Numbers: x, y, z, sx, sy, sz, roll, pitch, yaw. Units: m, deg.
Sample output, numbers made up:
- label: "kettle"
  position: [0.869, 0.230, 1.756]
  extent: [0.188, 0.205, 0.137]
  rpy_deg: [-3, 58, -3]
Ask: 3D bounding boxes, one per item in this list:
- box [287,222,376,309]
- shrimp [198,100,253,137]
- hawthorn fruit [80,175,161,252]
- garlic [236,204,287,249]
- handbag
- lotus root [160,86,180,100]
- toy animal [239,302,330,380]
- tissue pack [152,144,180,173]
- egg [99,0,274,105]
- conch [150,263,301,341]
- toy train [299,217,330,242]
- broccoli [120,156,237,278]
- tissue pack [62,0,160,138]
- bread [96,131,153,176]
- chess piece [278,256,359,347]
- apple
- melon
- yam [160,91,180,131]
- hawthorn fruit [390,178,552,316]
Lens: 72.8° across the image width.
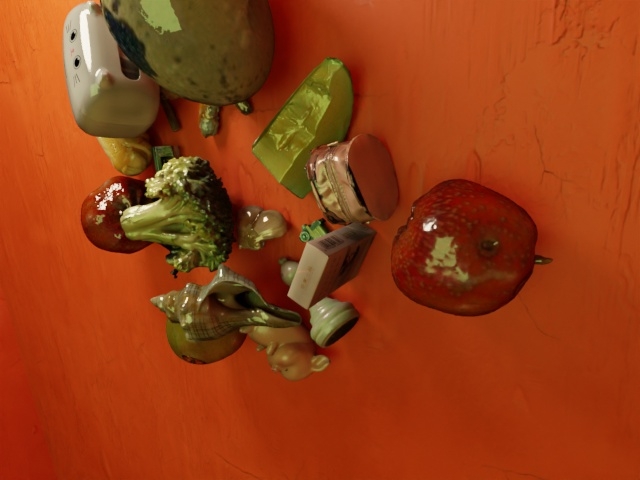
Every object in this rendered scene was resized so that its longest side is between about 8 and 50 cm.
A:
- label: "box"
  position: [0.033, 0.050, 1.019]
  extent: [0.067, 0.233, 0.150]
  rpy_deg: [36, 120, 20]
- label: "shrimp"
  position: [-0.261, -0.345, 1.194]
  extent: [0.166, 0.049, 0.161]
  rpy_deg: [22, 115, 16]
- label: "hawthorn fruit"
  position: [-0.653, -0.082, 1.417]
  extent: [0.300, 0.254, 0.254]
  rpy_deg: [4, 109, 44]
- label: "garlic"
  position: [-0.166, -0.036, 1.212]
  extent: [0.174, 0.099, 0.124]
  rpy_deg: [3, 91, 29]
- label: "handbag"
  position: [0.074, -0.131, 0.970]
  extent: [0.116, 0.179, 0.205]
  rpy_deg: [-11, 109, 43]
- label: "lotus root"
  position: [-0.416, -0.447, 1.242]
  extent: [0.150, 0.062, 0.073]
  rpy_deg: [-27, 113, 38]
- label: "toy animal"
  position: [-0.105, 0.289, 1.242]
  extent: [0.250, 0.154, 0.166]
  rpy_deg: [52, 164, -6]
- label: "tissue pack"
  position: [-0.469, -0.237, 1.343]
  extent: [0.085, 0.079, 0.111]
  rpy_deg: [-152, 55, -63]
- label: "egg"
  position: [-0.285, -0.501, 0.971]
  extent: [0.345, 0.345, 0.428]
  rpy_deg: [-31, 104, 36]
- label: "conch"
  position: [-0.250, 0.161, 1.143]
  extent: [0.385, 0.170, 0.203]
  rpy_deg: [-3, 118, -11]
- label: "toy train"
  position: [0.000, 0.000, 1.138]
  extent: [0.081, 0.050, 0.122]
  rpy_deg: [-39, 83, 31]
- label: "broccoli"
  position: [-0.376, -0.053, 1.164]
  extent: [0.280, 0.348, 0.294]
  rpy_deg: [-9, 76, -4]
- label: "tissue pack"
  position: [-0.571, -0.471, 1.196]
  extent: [0.236, 0.229, 0.333]
  rpy_deg: [-25, 75, 50]
- label: "bread"
  position: [-0.635, -0.351, 1.377]
  extent: [0.172, 0.121, 0.311]
  rpy_deg: [-31, 88, 40]
- label: "chess piece"
  position: [-0.028, 0.145, 1.174]
  extent: [0.272, 0.139, 0.139]
  rpy_deg: [48, 126, 24]
- label: "apple"
  position: [-0.343, 0.256, 1.325]
  extent: [0.260, 0.261, 0.194]
  rpy_deg: [1, 114, 32]
- label: "melon"
  position: [-0.026, -0.272, 1.019]
  extent: [0.196, 0.124, 0.323]
  rpy_deg: [44, 118, 6]
- label: "yam"
  position: [-0.460, -0.398, 1.305]
  extent: [0.032, 0.032, 0.146]
  rpy_deg: [-22, 94, 36]
- label: "hawthorn fruit"
  position: [0.282, 0.019, 0.840]
  extent: [0.299, 0.275, 0.276]
  rpy_deg: [9, 111, 19]
